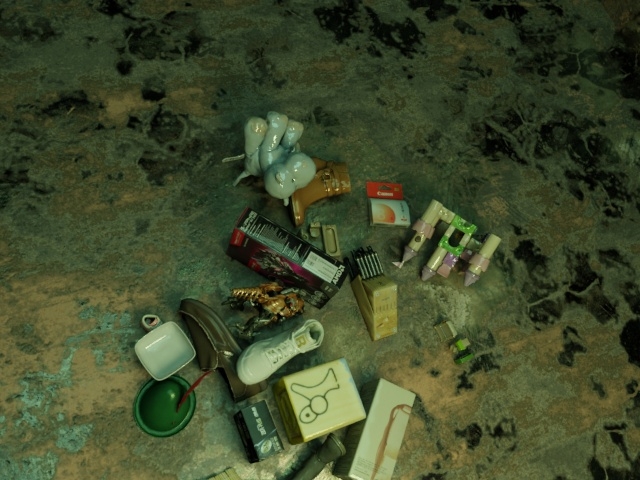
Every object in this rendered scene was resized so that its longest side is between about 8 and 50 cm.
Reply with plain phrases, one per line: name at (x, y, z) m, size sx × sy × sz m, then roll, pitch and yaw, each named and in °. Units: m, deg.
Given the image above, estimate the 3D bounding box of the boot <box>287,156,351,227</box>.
boot at (-0.005, -0.168, 2.030) m, size 0.220 × 0.109 × 0.283 m, roll 3°, pitch 55°, yaw -10°

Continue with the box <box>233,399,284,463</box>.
box at (-0.177, 0.541, 1.649) m, size 0.077 × 0.180 × 0.147 m, roll -17°, pitch 74°, yaw -21°

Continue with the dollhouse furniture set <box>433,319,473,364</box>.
dollhouse furniture set at (0.455, 0.337, 1.975) m, size 0.058 × 0.076 × 0.151 m, roll -18°, pitch 76°, yaw -35°

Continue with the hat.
hat at (-0.422, 0.435, 1.621) m, size 0.173 × 0.183 × 0.208 m, roll 27°, pitch 64°, yaw -4°

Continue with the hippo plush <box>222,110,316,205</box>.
hippo plush at (-0.148, -0.258, 1.874) m, size 0.294 × 0.234 × 0.236 m, roll -29°, pitch 50°, yaw -9°

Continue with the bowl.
bowl at (-0.447, 0.322, 1.687) m, size 0.142 × 0.053 × 0.142 m, roll -34°, pitch 73°, yaw -21°

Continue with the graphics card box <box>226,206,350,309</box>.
graphics card box at (-0.109, 0.063, 1.834) m, size 0.371 × 0.233 × 0.094 m, roll 30°, pitch 63°, yaw -3°

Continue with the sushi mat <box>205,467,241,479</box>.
sushi mat at (-0.215, 0.737, 1.537) m, size 0.151 × 0.019 × 0.316 m, roll -14°, pitch 38°, yaw -38°

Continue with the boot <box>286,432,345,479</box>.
boot at (-0.033, 0.648, 1.651) m, size 0.208 × 0.189 × 0.076 m, roll -29°, pitch 63°, yaw -28°

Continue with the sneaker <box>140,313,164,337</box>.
sneaker at (-0.478, 0.266, 1.738) m, size 0.134 × 0.070 × 0.051 m, roll 35°, pitch 62°, yaw -1°

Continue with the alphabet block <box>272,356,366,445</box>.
alphabet block at (-0.009, 0.473, 1.717) m, size 0.197 × 0.193 × 0.192 m, roll -14°, pitch 71°, yaw -20°

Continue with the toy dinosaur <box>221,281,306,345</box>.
toy dinosaur at (-0.171, 0.182, 1.764) m, size 0.322 × 0.218 × 0.164 m, roll 46°, pitch 23°, yaw -38°

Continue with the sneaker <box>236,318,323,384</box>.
sneaker at (-0.107, 0.309, 1.700) m, size 0.108 × 0.169 × 0.292 m, roll 59°, pitch 34°, yaw 2°

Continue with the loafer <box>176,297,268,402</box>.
loafer at (-0.310, 0.327, 1.724) m, size 0.130 × 0.134 × 0.366 m, roll -39°, pitch 83°, yaw -25°

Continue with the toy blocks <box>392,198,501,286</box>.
toy blocks at (0.440, 0.043, 2.034) m, size 0.288 × 0.309 × 0.260 m, roll 32°, pitch 96°, yaw 11°

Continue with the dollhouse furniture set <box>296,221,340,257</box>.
dollhouse furniture set at (0.000, 0.000, 1.949) m, size 0.151 × 0.123 × 0.144 m, roll -3°, pitch 70°, yaw -17°

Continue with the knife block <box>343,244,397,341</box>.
knife block at (0.161, 0.163, 1.964) m, size 0.088 × 0.242 × 0.275 m, roll -14°, pitch 118°, yaw -19°

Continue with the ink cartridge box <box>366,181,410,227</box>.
ink cartridge box at (0.246, -0.136, 2.119) m, size 0.145 × 0.045 × 0.179 m, roll 3°, pitch 70°, yaw -15°

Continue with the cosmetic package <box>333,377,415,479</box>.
cosmetic package at (0.162, 0.581, 1.747) m, size 0.129 × 0.153 × 0.296 m, roll 26°, pitch 66°, yaw -6°
